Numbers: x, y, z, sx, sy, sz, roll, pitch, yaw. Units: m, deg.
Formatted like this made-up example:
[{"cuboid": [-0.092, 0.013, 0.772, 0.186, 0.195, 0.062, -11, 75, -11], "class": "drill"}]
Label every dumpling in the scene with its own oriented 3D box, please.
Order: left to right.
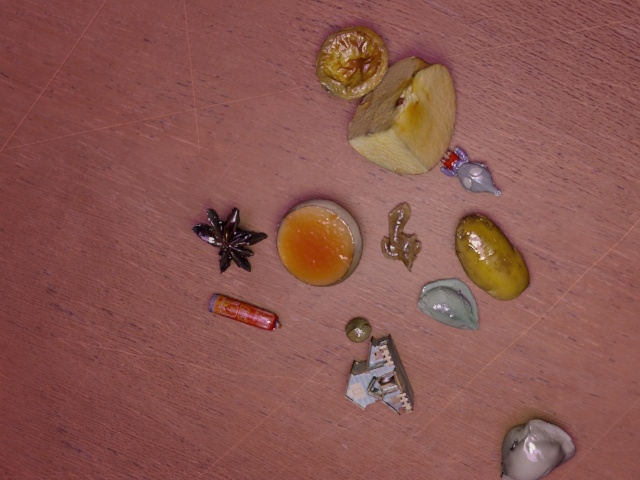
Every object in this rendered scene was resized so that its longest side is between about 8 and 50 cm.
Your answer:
[{"cuboid": [0.433, 0.208, 1.610, 0.217, 0.105, 0.149, 29, 102, 6], "class": "dumpling"}, {"cuboid": [0.709, 0.701, 1.616, 0.227, 0.243, 0.175, 8, 59, -8], "class": "dumpling"}]

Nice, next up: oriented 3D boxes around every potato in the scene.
[{"cuboid": [0.530, 0.053, 1.554, 0.173, 0.140, 0.300, -37, 95, 6], "class": "potato"}]

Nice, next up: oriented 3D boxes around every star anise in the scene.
[{"cuboid": [-0.320, -0.005, 1.707, 0.212, 0.129, 0.282, -21, 127, 23], "class": "star anise"}]

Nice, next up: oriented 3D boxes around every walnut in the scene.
[{"cuboid": [0.130, 0.310, 1.696, 0.092, 0.092, 0.092, 1, 98, 11], "class": "walnut"}]

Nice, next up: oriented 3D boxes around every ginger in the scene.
[{"cuboid": [0.277, -0.014, 1.637, 0.133, 0.059, 0.214, 17, 99, 16], "class": "ginger"}]

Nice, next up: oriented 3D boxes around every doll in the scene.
[{"cuboid": [0.478, -0.211, 1.564, 0.227, 0.075, 0.102, 42, 120, 14], "class": "doll"}]

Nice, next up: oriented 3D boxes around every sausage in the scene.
[{"cuboid": [-0.266, 0.265, 1.772, 0.274, 0.074, 0.074, 17, 100, 7], "class": "sausage"}]

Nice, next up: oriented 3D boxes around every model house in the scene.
[{"cuboid": [0.178, 0.475, 1.665, 0.206, 0.178, 0.271, -20, 96, 14], "class": "model house"}]

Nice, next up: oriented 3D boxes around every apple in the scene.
[{"cuboid": [0.259, -0.387, 1.498, 0.314, 0.252, 0.309, 22, 69, 11], "class": "apple"}]

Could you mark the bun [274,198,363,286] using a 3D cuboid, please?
[{"cuboid": [0.000, 0.000, 1.636, 0.299, 0.165, 0.298, 4, 105, 16], "class": "bun"}]

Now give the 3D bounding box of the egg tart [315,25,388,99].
[{"cuboid": [0.100, -0.558, 1.567, 0.241, 0.106, 0.241, -1, 87, 14], "class": "egg tart"}]
